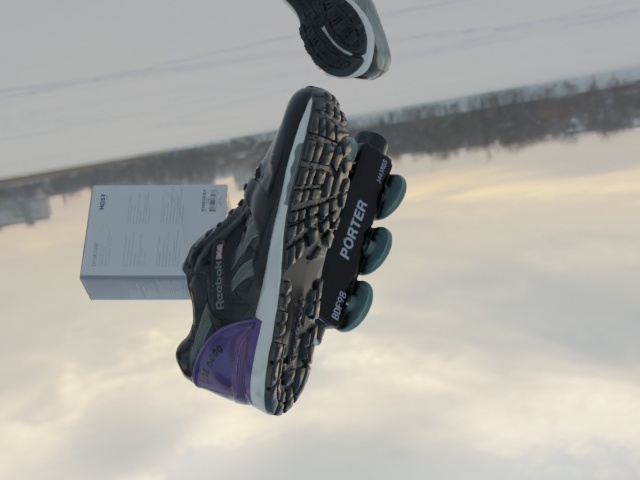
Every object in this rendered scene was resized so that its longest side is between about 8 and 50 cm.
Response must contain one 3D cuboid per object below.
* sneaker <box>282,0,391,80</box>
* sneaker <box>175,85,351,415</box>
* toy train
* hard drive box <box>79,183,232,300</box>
[{"bbox_3d":[0.007,-0.311,1.218,0.100,0.271,0.108,-31,161,27],"label":"sneaker"},{"bbox_3d":[-0.062,0.000,0.836,0.124,0.283,0.107,13,-177,23],"label":"sneaker"},{"bbox_3d":[0.000,0.000,1.351,0.142,0.334,0.190,33,151,-27],"label":"toy train"},{"bbox_3d":[-0.270,0.002,1.620,0.232,0.181,0.089,1,151,1],"label":"hard drive box"}]
